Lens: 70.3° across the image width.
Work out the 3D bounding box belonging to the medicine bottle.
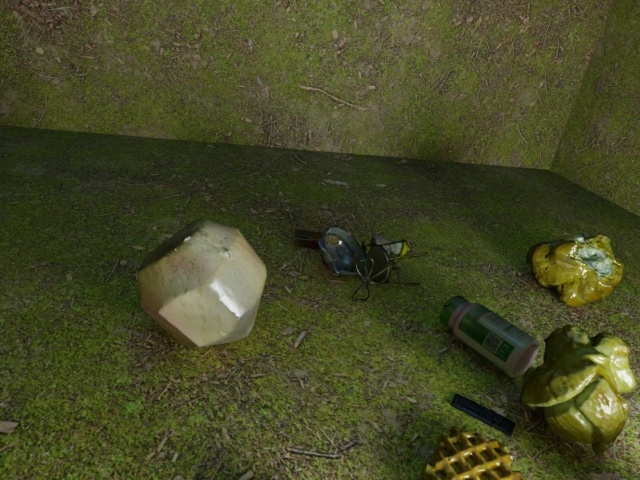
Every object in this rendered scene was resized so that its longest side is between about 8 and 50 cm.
[{"bbox_3d":[0.493,0.277,1.362,0.133,0.133,0.274,-12,32,-36],"label":"medicine bottle"}]

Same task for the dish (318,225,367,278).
[{"bbox_3d":[0.062,0.062,1.682,0.236,0.086,0.227,33,40,-23],"label":"dish"}]

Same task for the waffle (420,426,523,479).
[{"bbox_3d":[0.349,0.510,0.939,0.291,0.051,0.291,6,29,-3],"label":"waffle"}]

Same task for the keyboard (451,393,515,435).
[{"bbox_3d":[0.410,0.437,1.148,0.155,0.010,0.053,22,28,25],"label":"keyboard"}]

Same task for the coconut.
[{"bbox_3d":[-0.296,0.124,1.219,0.353,0.352,0.352,7,26,-4],"label":"coconut"}]

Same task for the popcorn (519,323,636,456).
[{"bbox_3d":[0.626,0.351,1.104,0.226,0.276,0.276,34,30,5],"label":"popcorn"}]

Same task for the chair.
[{"bbox_3d":[0.215,0.092,1.624,0.326,0.159,0.170,-6,28,-30],"label":"chair"}]

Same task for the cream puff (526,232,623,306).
[{"bbox_3d":[0.960,0.118,1.757,0.323,0.269,0.274,-2,-6,-23],"label":"cream puff"}]

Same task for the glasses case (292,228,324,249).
[{"bbox_3d":[0.000,0.000,1.856,0.218,0.049,0.075,8,26,-1],"label":"glasses case"}]

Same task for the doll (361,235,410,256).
[{"bbox_3d":[0.270,0.026,1.855,0.207,0.081,0.129,3,34,-15],"label":"doll"}]
